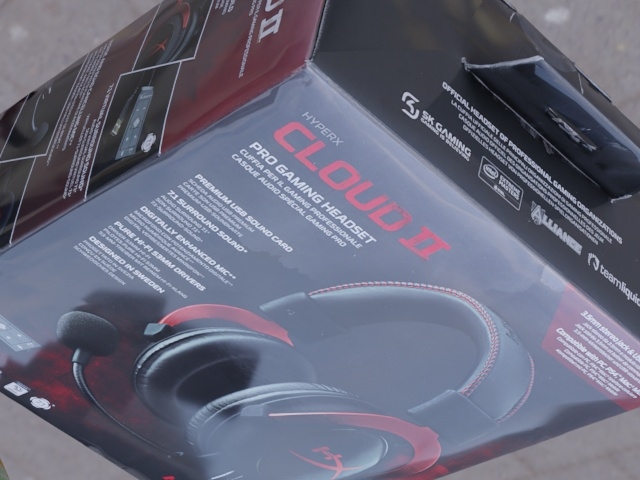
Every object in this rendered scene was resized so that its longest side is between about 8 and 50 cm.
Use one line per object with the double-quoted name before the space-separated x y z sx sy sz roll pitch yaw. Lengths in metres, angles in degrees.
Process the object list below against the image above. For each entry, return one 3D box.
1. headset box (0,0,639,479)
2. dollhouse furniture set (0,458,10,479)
"headset box" 0.000 0.000 0.681 0.293 0.110 0.218 -26 128 39
"dollhouse furniture set" -0.155 0.253 0.872 0.151 0.301 0.197 8 166 -7
